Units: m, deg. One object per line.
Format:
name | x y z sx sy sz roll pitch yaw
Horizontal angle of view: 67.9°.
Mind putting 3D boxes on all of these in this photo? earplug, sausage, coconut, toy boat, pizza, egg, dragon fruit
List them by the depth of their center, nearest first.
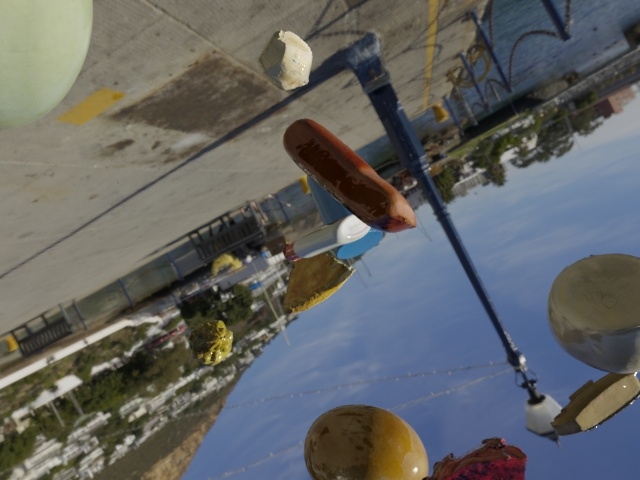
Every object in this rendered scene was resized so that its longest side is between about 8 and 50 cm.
egg | -0.381 -0.262 0.545 0.218 0.218 0.295 -27 154 -39
sausage | 0.041 -0.107 0.795 0.083 0.300 0.089 -47 150 5
dragon fruit | 0.282 0.502 0.958 0.205 0.316 0.152 0 -159 4
earplug | 0.048 -0.099 1.269 0.133 0.272 0.132 -21 156 -10
egg | 0.119 0.596 1.303 0.352 0.282 0.283 9 -160 28
toy boat | 0.813 0.473 1.409 0.321 0.089 0.121 -29 176 -14
pizza | -0.019 0.097 1.652 0.280 0.075 0.287 -29 -138 15
coconut | -0.115 -0.618 1.664 0.194 0.194 0.194 -27 -179 0

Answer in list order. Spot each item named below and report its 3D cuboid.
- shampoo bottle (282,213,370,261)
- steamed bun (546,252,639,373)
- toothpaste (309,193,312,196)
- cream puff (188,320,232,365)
shampoo bottle | 0.000 0.000 0.972 0.108 0.051 0.221 -27 -176 -42
steamed bun | 0.762 0.197 1.236 0.325 0.206 0.324 -21 -148 14
toothpaste | 0.022 -0.158 1.774 0.049 0.031 0.204 20 179 -30
cream puff | -0.338 0.306 1.431 0.146 0.146 0.116 -27 161 0
